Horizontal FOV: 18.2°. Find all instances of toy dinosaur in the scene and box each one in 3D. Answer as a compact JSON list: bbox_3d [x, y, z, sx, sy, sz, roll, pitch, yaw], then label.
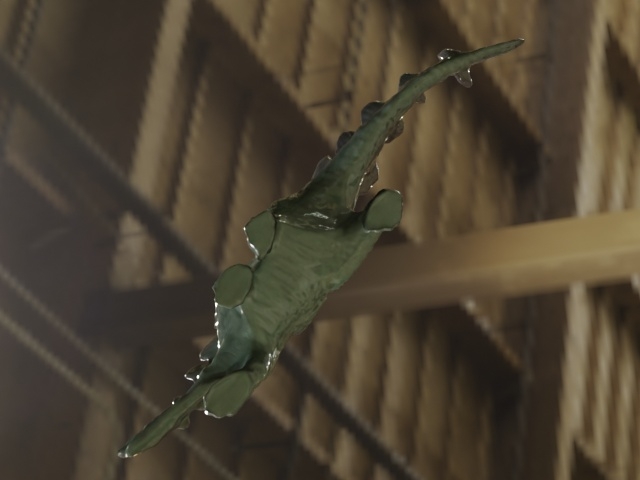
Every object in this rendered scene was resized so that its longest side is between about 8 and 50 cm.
[{"bbox_3d":[-0.002,-0.002,0.705,0.039,0.082,0.209,41,-102,1],"label":"toy dinosaur"}]
